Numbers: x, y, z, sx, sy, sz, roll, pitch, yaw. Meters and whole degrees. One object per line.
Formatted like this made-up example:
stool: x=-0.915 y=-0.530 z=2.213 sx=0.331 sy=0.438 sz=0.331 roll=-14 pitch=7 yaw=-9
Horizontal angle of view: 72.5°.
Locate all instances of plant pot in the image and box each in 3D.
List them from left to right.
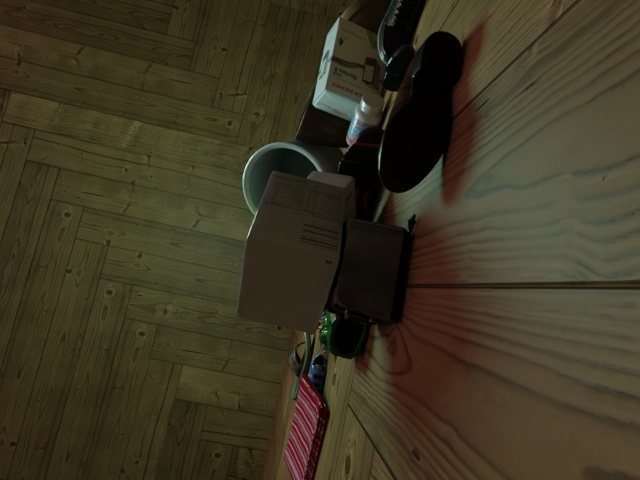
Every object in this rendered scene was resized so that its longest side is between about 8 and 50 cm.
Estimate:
plant pot: x=0.050 y=-0.419 z=1.552 sx=0.215 sy=0.230 sz=0.216 roll=-160 pitch=90 yaw=-81
plant pot: x=0.169 y=-0.744 z=1.522 sx=0.237 sy=0.110 sz=0.237 roll=-34 pitch=-2 yaw=-1

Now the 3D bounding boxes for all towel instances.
towel: x=-0.047 y=0.531 z=1.197 sx=0.199 sy=0.031 sz=0.275 roll=-150 pitch=71 yaw=-69

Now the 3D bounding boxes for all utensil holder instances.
utensil holder: x=-0.075 y=-0.244 z=1.721 sx=0.385 sy=0.327 sz=0.328 roll=-48 pitch=-25 yaw=-64

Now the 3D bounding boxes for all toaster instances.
toaster: x=0.078 y=0.052 z=0.763 sx=0.168 sy=0.110 sz=0.186 roll=125 pitch=158 yaw=-76

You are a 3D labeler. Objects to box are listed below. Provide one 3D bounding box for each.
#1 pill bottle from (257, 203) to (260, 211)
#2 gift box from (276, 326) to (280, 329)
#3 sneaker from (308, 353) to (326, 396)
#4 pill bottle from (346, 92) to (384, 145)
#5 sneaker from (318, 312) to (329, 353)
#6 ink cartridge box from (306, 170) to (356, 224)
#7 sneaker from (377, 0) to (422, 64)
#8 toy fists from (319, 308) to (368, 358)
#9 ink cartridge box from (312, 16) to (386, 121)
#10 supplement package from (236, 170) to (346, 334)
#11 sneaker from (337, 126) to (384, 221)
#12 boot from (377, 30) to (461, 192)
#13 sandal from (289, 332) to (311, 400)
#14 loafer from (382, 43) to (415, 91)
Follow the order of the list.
pill bottle: x=-0.184 y=-0.027 z=1.553 sx=0.119 sy=0.119 sz=0.209 roll=-87 pitch=16 yaw=-65
gift box: x=-0.059 y=0.133 z=1.431 sx=0.258 sy=0.276 sz=0.255 roll=-53 pitch=-24 yaw=-62
sneaker: x=-0.013 y=0.403 z=1.297 sx=0.144 sy=0.053 sz=0.059 roll=-84 pitch=10 yaw=-45
pill bottle: x=0.135 y=-0.352 z=1.301 sx=0.160 sy=0.087 sz=0.087 roll=108 pitch=173 yaw=-54
sneaker: x=0.017 y=0.216 z=1.252 sx=0.084 sy=0.083 sz=0.215 roll=113 pitch=167 yaw=-60
ink cartridge box: x=0.000 y=0.000 z=1.042 sx=0.197 sy=0.114 sz=0.273 roll=-53 pitch=-32 yaw=-43
sneaker: x=0.201 y=-0.553 z=1.069 sx=0.118 sy=0.083 sz=0.222 roll=-116 pitch=40 yaw=-82
toy fists: x=0.060 y=0.108 z=0.936 sx=0.142 sy=0.096 sz=0.279 roll=-148 pitch=69 yaw=-88
ink cartridge box: x=0.104 y=-0.550 z=1.434 sx=0.114 sy=0.198 sz=0.273 roll=158 pitch=125 yaw=-66
supplement package: x=-0.050 y=0.019 z=0.791 sx=0.203 sy=0.149 sz=0.194 roll=-81 pitch=5 yaw=-52
sneaker: x=0.092 y=-0.156 z=1.132 sx=0.136 sy=0.115 sz=0.314 roll=-82 pitch=6 yaw=-56
boot: x=0.137 y=-0.181 z=0.774 sx=0.280 sy=0.096 sz=0.264 roll=126 pitch=156 yaw=-81
sandal: x=-0.092 y=0.503 z=1.775 sx=0.120 sy=0.086 sz=0.303 roll=-138 pitch=61 yaw=-85
loafer: x=0.187 y=-0.422 z=1.039 sx=0.170 sy=0.062 sz=0.061 roll=139 pitch=148 yaw=-80
